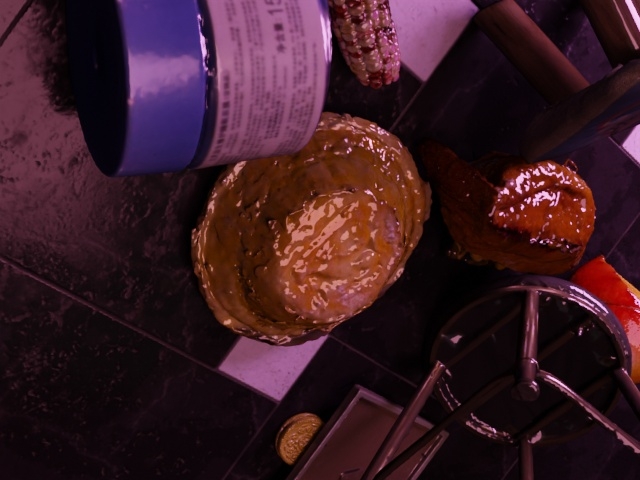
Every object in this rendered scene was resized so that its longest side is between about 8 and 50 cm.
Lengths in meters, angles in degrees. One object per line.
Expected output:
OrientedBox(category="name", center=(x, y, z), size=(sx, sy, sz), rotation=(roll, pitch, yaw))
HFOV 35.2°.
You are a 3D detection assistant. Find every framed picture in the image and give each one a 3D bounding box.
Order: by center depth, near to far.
OrientedBox(category="framed picture", center=(0.037, 0.386, 1.549), size=(0.240, 0.020, 0.324), rotation=(30, 97, -41))

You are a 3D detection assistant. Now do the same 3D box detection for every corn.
OrientedBox(category="corn", center=(0.033, -0.315, 1.214), size=(0.092, 0.092, 0.280), rotation=(-29, 126, -13))

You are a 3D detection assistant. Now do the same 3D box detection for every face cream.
OrientedBox(category="face cream", center=(-0.135, -0.199, 1.080), size=(0.225, 0.249, 0.249), rotation=(-7, 115, -25))

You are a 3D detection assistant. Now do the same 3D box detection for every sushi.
OrientedBox(category="sushi", center=(0.265, -0.040, 1.422), size=(0.296, 0.179, 0.167), rotation=(9, 91, -33))

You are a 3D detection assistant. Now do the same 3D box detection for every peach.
OrientedBox(category="peach", center=(0.461, 0.122, 1.568), size=(0.190, 0.190, 0.192), rotation=(-4, 110, -25))

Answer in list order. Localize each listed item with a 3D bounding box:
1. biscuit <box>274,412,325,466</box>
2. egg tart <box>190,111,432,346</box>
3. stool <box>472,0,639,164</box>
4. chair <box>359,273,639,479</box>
OrientedBox(category="biscuit", center=(-0.027, 0.295, 1.490), size=(0.084, 0.023, 0.084), rotation=(-11, 116, -23))
OrientedBox(category="egg tart", center=(-0.001, 0.001, 1.307), size=(0.341, 0.132, 0.341), rotation=(-11, 117, -21))
OrientedBox(category="stool", center=(0.381, -0.266, 1.254), size=(0.310, 0.310, 0.226), rotation=(-22, 82, -18))
OrientedBox(category="chair", center=(0.276, 0.269, 1.348), size=(0.362, 0.410, 0.364), rotation=(38, 119, -11))
